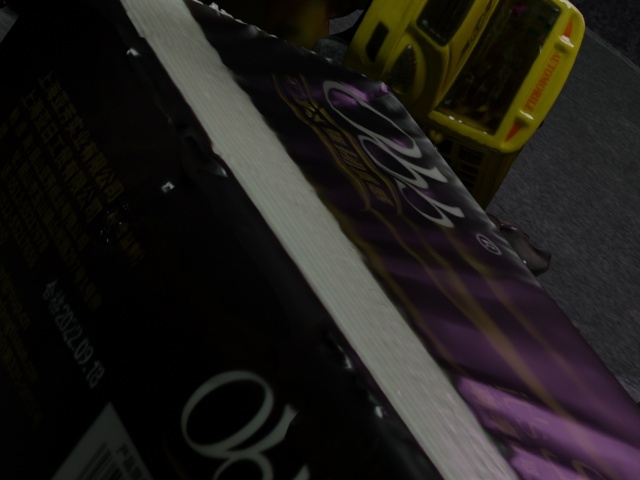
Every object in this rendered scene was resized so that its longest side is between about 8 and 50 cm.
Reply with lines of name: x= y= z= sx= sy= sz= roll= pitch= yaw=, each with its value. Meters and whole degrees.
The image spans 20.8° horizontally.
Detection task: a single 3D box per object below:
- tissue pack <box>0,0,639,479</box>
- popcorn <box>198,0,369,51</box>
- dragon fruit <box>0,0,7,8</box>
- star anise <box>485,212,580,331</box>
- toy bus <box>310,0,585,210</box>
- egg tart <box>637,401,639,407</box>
tissue pack: x=-0.013 y=0.087 z=0.619 sx=0.198 sy=0.210 sz=0.370 roll=26 pitch=22 yaw=-43
popcorn: x=-0.089 y=-0.274 z=1.287 sx=0.290 sy=0.325 sz=0.321 roll=28 pitch=61 yaw=-44
dragon fruit: x=-0.240 y=-0.201 z=1.061 sx=0.175 sy=0.138 sz=0.142 roll=13 pitch=-1 yaw=-10
star anise: x=0.070 y=0.009 z=1.158 sx=0.209 sy=0.089 sz=0.231 roll=17 pitch=19 yaw=-21
toy bus: x=0.088 y=-0.115 z=1.206 sx=0.152 sy=0.144 sz=0.330 roll=29 pitch=-8 yaw=6
egg tart: x=0.284 y=0.193 z=1.120 sx=0.252 sy=0.098 sz=0.232 roll=40 pitch=11 yaw=-6
